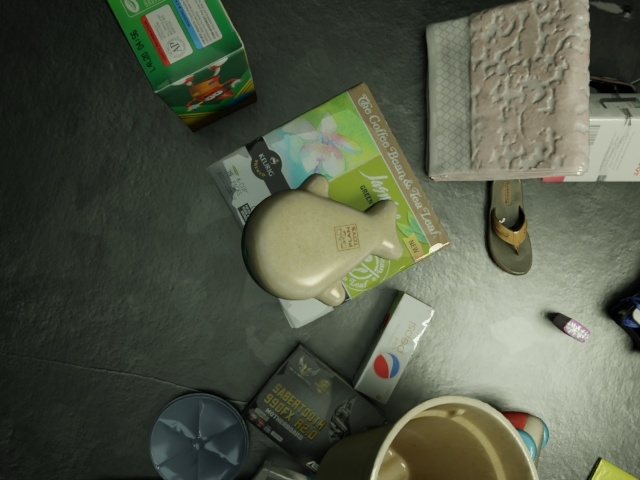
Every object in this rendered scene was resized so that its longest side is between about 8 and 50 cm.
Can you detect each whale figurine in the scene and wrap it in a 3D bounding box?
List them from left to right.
[{"bbox_3d":[0.000,0.000,1.067,0.272,0.141,0.216,-11,91,-25],"label":"whale figurine"}]

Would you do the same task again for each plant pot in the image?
[{"bbox_3d":[0.147,0.443,1.121,0.333,0.305,0.334,8,72,-25],"label":"plant pot"}]

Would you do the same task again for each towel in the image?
[{"bbox_3d":[0.342,-0.280,1.229,0.317,0.053,0.332,0,90,38],"label":"towel"},{"bbox_3d":[0.660,0.552,1.354,0.237,0.021,0.102,30,84,-1],"label":"towel"}]

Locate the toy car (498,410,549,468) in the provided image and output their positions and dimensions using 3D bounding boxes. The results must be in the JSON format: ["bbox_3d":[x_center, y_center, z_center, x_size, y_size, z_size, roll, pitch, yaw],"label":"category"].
[{"bbox_3d":[0.302,0.417,1.278,0.238,0.219,0.210,13,91,27],"label":"toy car"}]

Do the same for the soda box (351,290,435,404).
[{"bbox_3d":[0.145,0.213,1.308,0.073,0.069,0.216,28,90,-2],"label":"soda box"}]

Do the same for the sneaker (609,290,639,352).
[{"bbox_3d":[0.686,0.112,1.296,0.182,0.127,0.316,2,92,-4],"label":"sneaker"}]

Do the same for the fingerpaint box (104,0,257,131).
[{"bbox_3d":[-0.289,-0.444,1.137,0.163,0.371,0.445,-27,92,-2],"label":"fingerpaint box"}]

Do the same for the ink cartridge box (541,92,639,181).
[{"bbox_3d":[0.547,-0.200,1.269,0.217,0.159,0.092,1,46,-1],"label":"ink cartridge box"}]

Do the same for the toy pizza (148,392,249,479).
[{"bbox_3d":[-0.244,0.406,1.315,0.201,0.032,0.201,0,91,-1],"label":"toy pizza"}]

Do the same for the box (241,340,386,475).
[{"bbox_3d":[-0.012,0.347,1.309,0.231,0.056,0.183,40,90,-3],"label":"box"}]

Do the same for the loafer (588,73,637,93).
[{"bbox_3d":[0.474,-0.304,1.301,0.302,0.095,0.109,4,90,-2],"label":"loafer"}]

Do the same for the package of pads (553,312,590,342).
[{"bbox_3d":[0.504,0.175,1.312,0.050,0.083,0.032,38,94,2],"label":"package of pads"}]

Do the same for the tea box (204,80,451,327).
[{"bbox_3d":[0.012,-0.062,1.225,0.323,0.220,0.329,-29,91,-2],"label":"tea box"}]

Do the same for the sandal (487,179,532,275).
[{"bbox_3d":[0.387,-0.038,1.318,0.090,0.060,0.219,-1,90,-2],"label":"sandal"}]

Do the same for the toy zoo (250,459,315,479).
[{"bbox_3d":[-0.050,0.554,1.295,0.293,0.030,0.192,21,107,-2],"label":"toy zoo"}]
